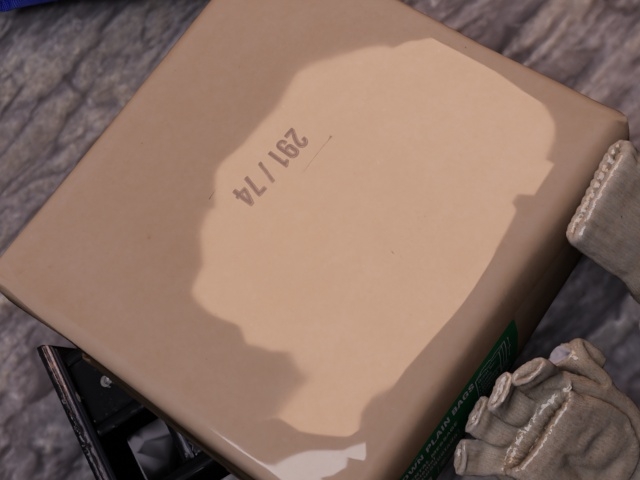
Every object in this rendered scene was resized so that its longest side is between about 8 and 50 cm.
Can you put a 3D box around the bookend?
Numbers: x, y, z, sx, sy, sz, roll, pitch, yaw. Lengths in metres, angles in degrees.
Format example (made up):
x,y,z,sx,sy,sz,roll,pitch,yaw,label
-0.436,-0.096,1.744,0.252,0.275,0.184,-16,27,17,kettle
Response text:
x,y,z,sx,sy,sz,roll,pitch,yaw,label
-0.115,0.115,0.961,0.157,0.072,0.156,-32,71,13,bookend

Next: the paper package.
x,y,z,sx,sy,sz,roll,pitch,yaw,label
0.000,0.000,0.844,0.310,0.168,0.324,32,76,22,paper package

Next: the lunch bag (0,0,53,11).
x,y,z,sx,sy,sz,roll,pitch,yaw,label
-0.148,-0.377,0.969,0.386,0.239,0.327,-4,78,27,lunch bag

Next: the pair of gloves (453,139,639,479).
x,y,z,sx,sy,sz,roll,pitch,yaw,label
0.204,0.071,0.796,0.042,0.204,0.240,27,94,56,pair of gloves
